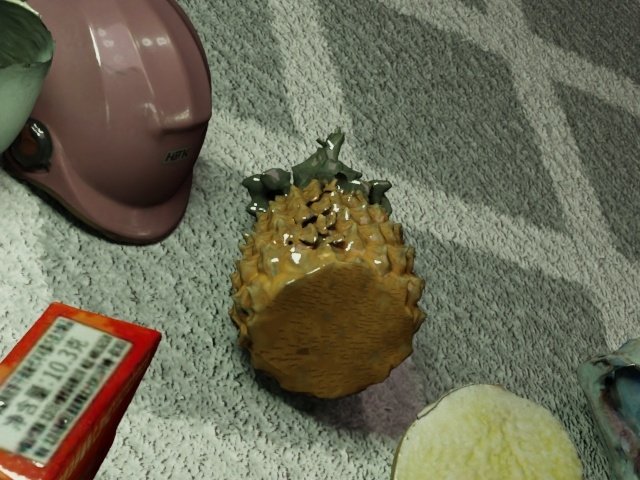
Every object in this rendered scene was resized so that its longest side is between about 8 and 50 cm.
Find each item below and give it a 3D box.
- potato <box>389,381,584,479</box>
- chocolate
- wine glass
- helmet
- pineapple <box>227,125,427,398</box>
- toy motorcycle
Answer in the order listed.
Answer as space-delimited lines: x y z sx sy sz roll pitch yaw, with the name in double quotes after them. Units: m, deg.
0.164 0.304 1.653 0.239 0.116 0.299 23 50 -18 "potato"
-0.251 0.192 1.259 0.108 0.234 0.237 31 35 2 "chocolate"
-0.348 -0.144 1.536 0.111 0.204 0.111 23 43 -23 "wine glass"
-0.235 -0.184 1.701 0.338 0.197 0.271 53 33 15 "helmet"
-0.001 0.002 1.746 0.223 0.223 0.357 27 30 -23 "pineapple"
0.447 0.269 1.905 0.319 0.182 0.241 56 9 17 "toy motorcycle"
